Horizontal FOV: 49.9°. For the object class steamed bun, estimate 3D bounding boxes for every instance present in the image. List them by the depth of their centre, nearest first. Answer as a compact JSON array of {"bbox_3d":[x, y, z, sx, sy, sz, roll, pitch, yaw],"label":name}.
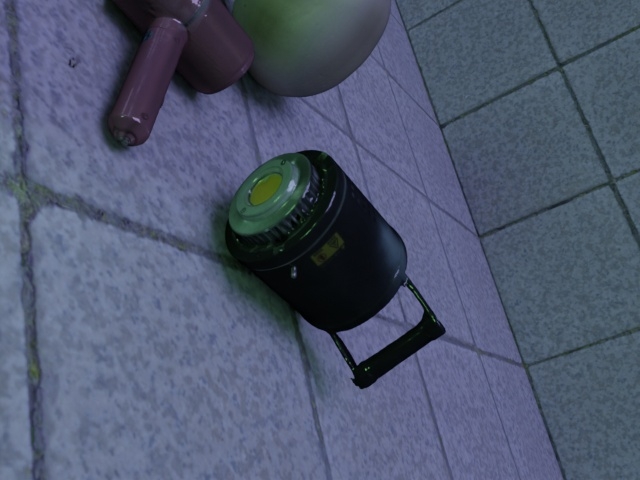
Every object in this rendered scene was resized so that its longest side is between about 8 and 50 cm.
[{"bbox_3d":[-0.006,-0.409,1.291,0.206,0.324,0.324,48,20,13],"label":"steamed bun"}]

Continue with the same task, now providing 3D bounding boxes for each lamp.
[{"bbox_3d":[-0.006,0.006,1.034,0.272,0.205,0.374,36,19,-56],"label":"lamp"}]

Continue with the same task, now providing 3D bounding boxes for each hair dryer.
[{"bbox_3d":[-0.220,-0.244,0.982,0.210,0.125,0.353,47,39,-39],"label":"hair dryer"}]
